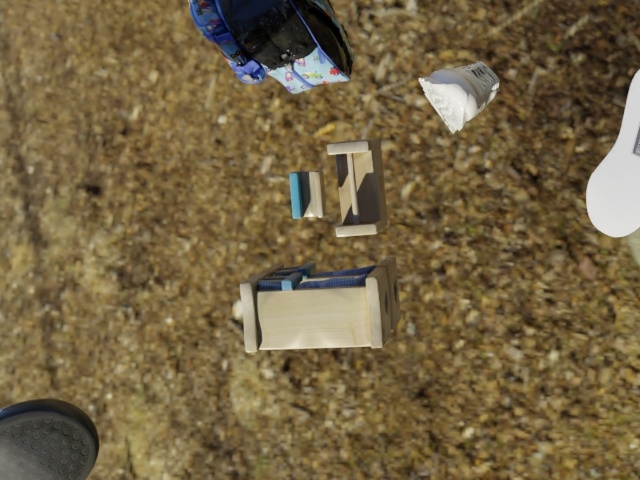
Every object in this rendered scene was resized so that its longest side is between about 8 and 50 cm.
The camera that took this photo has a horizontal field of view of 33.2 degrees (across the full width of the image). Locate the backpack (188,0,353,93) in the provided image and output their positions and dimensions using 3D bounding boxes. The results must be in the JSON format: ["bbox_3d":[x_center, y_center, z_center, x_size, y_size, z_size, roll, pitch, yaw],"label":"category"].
[{"bbox_3d":[-0.045,-0.224,1.094,0.117,0.173,0.158,-30,52,13],"label":"backpack"}]

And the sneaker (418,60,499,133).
[{"bbox_3d":[0.197,-0.208,1.465,0.095,0.235,0.090,-34,92,7],"label":"sneaker"}]

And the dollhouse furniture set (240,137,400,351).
[{"bbox_3d":[0.000,0.000,1.017,0.129,0.129,0.184,-3,96,12],"label":"dollhouse furniture set"}]

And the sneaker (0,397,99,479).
[{"bbox_3d":[-0.265,0.172,0.788,0.270,0.090,0.145,-40,20,14],"label":"sneaker"}]

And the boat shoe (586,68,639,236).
[{"bbox_3d":[0.220,-0.063,0.720,0.049,0.040,0.142,35,137,26],"label":"boat shoe"}]
